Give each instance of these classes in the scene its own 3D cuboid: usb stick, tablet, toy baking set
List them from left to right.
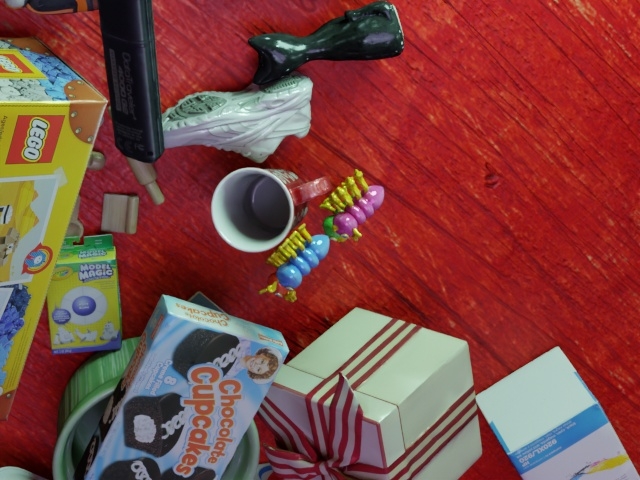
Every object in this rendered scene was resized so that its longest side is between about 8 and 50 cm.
[{"bbox_3d":[-0.334,-0.101,1.833,0.196,0.030,0.256,-21,120,-4],"label":"toy baking set"},{"bbox_3d":[-0.242,-0.219,1.707,0.077,0.045,0.278,20,136,20],"label":"usb stick"},{"bbox_3d":[-0.174,0.117,2.004,0.054,0.006,0.083,-43,120,8],"label":"tablet"}]

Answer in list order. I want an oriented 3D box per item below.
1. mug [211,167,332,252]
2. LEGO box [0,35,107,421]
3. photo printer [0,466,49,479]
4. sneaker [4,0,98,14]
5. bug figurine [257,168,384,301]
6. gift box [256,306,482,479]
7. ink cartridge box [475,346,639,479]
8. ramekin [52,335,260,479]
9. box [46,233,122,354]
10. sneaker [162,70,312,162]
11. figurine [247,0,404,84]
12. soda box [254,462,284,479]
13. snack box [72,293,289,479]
[{"bbox_3d":[-0.058,-0.045,1.836,0.150,0.169,0.113,9,97,9],"label":"mug"},{"bbox_3d":[-0.526,0.003,1.642,0.372,0.193,0.500,-6,127,-45],"label":"LEGO box"},{"bbox_3d":[-0.445,0.480,2.041,0.307,0.107,0.256,31,119,-26],"label":"photo printer"},{"bbox_3d":[-0.291,-0.430,1.636,0.180,0.125,0.321,1,127,-20],"label":"sneaker"},{"bbox_3d":[0.000,0.000,1.847,0.072,0.279,0.216,44,83,-1],"label":"bug figurine"},{"bbox_3d":[0.061,0.256,1.968,0.258,0.255,0.276,-38,124,-38],"label":"gift box"},{"bbox_3d":[0.394,0.336,2.177,0.168,0.171,0.233,-32,120,3],"label":"ink cartridge box"},{"bbox_3d":[-0.252,0.291,1.991,0.303,0.148,0.303,-6,118,-12],"label":"ramekin"},{"bbox_3d":[-0.342,0.076,1.913,0.105,0.043,0.179,-5,118,-9],"label":"box"},{"bbox_3d":[-0.115,-0.150,1.836,0.232,0.090,0.115,-14,123,-7],"label":"sneaker"},{"bbox_3d":[-0.011,-0.325,1.772,0.209,0.092,0.215,-16,119,-5],"label":"figurine"},{"bbox_3d":[-0.109,0.409,2.138,0.216,0.069,0.074,-6,118,-13],"label":"soda box"},{"bbox_3d":[-0.198,0.244,1.859,0.187,0.060,0.322,19,110,-24],"label":"snack box"}]
